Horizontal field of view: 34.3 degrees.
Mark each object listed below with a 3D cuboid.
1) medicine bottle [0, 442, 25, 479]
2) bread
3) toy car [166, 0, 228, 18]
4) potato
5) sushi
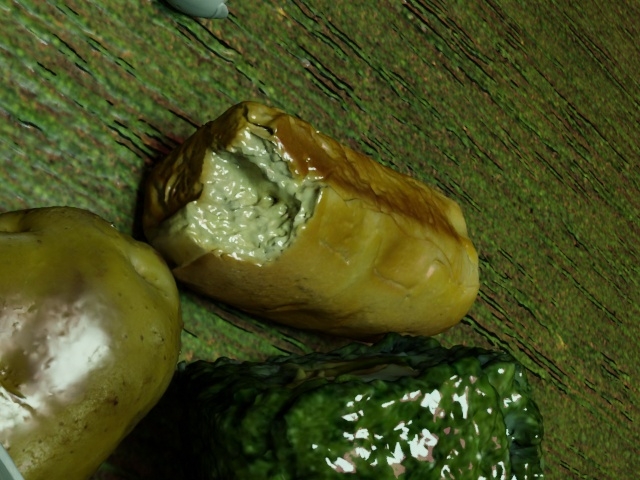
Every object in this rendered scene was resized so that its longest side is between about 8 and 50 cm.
[{"bbox_3d":[-0.315,0.243,0.535,0.371,0.211,0.211,-33,107,-17],"label":"medicine bottle"},{"bbox_3d":[-0.001,0.006,1.005,0.344,0.195,0.149,20,48,-41],"label":"bread"},{"bbox_3d":[-0.116,-0.276,1.015,0.139,0.112,0.112,35,75,-24],"label":"toy car"},{"bbox_3d":[-0.249,0.109,0.763,0.369,0.176,0.195,-43,140,-37],"label":"potato"},{"bbox_3d":[0.034,0.178,0.876,0.294,0.352,0.178,-7,91,-14],"label":"sushi"}]
